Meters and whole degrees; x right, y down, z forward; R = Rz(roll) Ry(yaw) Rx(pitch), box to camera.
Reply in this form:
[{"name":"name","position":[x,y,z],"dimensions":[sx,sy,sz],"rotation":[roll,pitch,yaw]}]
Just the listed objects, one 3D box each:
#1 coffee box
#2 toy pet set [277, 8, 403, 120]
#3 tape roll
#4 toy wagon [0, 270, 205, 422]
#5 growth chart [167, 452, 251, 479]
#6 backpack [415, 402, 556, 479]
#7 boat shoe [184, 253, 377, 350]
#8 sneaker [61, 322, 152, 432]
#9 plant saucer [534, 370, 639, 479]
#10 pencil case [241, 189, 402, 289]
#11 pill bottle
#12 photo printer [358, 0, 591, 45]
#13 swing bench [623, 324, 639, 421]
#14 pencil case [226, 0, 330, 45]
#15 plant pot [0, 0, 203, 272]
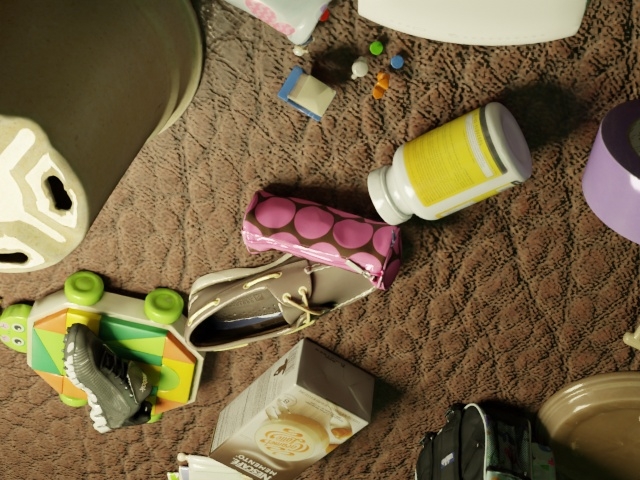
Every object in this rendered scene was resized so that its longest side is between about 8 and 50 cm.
[{"name":"coffee box","position":[-0.047,0.277,1.593],"dimensions":[0.141,0.098,0.246],"rotation":[31,129,-19]},{"name":"toy pet set","position":[0.012,-0.198,1.194],"dimensions":[0.122,0.065,0.114],"rotation":[30,95,-22]},{"name":"tape roll","position":[0.398,-0.075,1.147],"dimensions":[0.189,0.189,0.080],"rotation":[8,133,1]},{"name":"toy wagon","position":[-0.350,0.164,1.554],"dimensions":[0.345,0.068,0.267],"rotation":[13,132,-4]},{"name":"growth chart","position":[-0.201,0.458,1.833],"dimensions":[0.172,0.021,0.237],"rotation":[11,133,-1]},{"name":"backpack","position":[0.247,0.411,1.562],"dimensions":[0.191,0.253,0.225],"rotation":[24,134,-11]},{"name":"boat shoe","position":[-0.045,0.078,1.411],"dimensions":[0.325,0.096,0.116],"rotation":[-15,127,21]},{"name":"sneaker","position":[-0.301,0.199,1.484],"dimensions":[0.106,0.078,0.234],"rotation":[-2,135,7]},{"name":"plant saucer","position":[0.475,0.307,1.587],"dimensions":[0.278,0.041,0.277],"rotation":[4,132,5]},{"name":"pencil case","position":[0.000,0.000,1.305],"dimensions":[0.209,0.098,0.095],"rotation":[14,137,16]},{"name":"pill bottle","position":[0.153,-0.086,1.230],"dimensions":[0.184,0.103,0.103],"rotation":[-24,125,26]},{"name":"photo printer","position":[0.161,-0.334,0.999],"dimensions":[0.256,0.107,0.307],"rotation":[7,133,2]},{"name":"swing bench","position":[0.558,0.125,1.270],"dimensions":[0.255,0.165,0.253],"rotation":[13,133,-6]},{"name":"pencil case","position":[-0.103,-0.315,1.051],"dimensions":[0.273,0.124,0.113],"rotation":[27,111,-17]},{"name":"plant pot","position":[-0.319,-0.145,1.107],"dimensions":[0.334,0.305,0.333],"rotation":[4,132,4]}]
